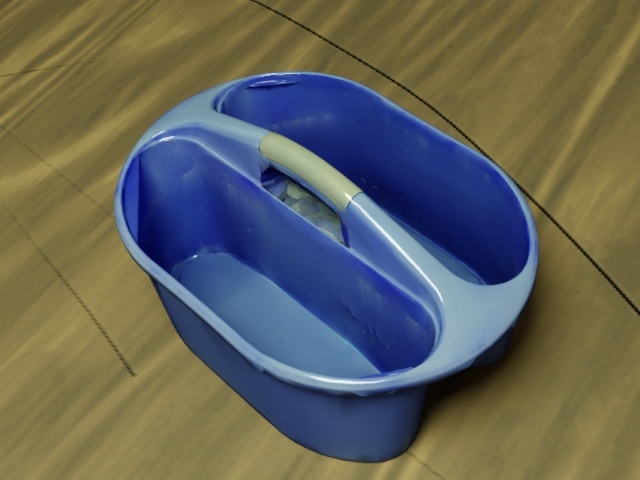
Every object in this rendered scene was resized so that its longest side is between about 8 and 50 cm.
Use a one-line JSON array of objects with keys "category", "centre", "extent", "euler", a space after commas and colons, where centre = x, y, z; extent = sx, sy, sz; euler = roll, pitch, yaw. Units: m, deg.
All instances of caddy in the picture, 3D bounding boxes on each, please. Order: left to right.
[{"category": "caddy", "centre": [0.000, 0.000, 0.724], "extent": [0.241, 0.179, 0.341], "euler": [-39, 56, -24]}]
